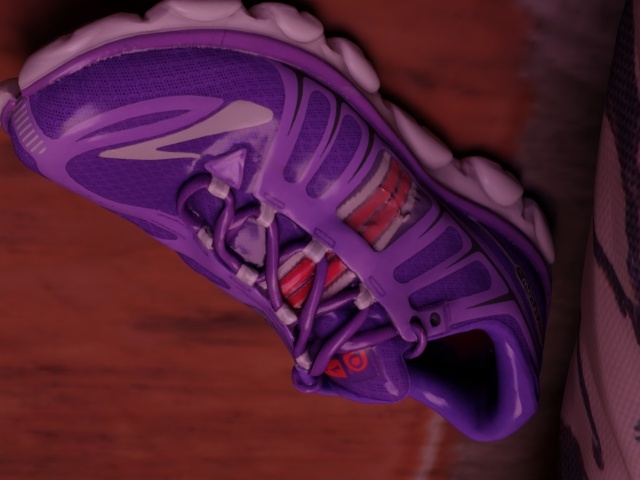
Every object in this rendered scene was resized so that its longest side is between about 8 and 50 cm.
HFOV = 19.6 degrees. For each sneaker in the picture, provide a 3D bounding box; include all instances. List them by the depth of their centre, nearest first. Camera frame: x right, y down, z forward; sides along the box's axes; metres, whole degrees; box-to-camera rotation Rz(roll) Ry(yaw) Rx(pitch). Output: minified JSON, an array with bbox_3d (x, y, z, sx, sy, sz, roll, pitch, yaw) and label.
[{"bbox_3d":[0.000,0.000,0.439,0.170,0.071,0.068,27,136,-35],"label":"sneaker"}]

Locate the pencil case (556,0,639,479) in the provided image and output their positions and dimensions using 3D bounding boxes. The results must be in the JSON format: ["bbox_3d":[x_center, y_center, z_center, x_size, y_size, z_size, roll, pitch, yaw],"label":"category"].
[{"bbox_3d":[0.136,0.056,0.457,0.159,0.183,0.410,22,148,15],"label":"pencil case"}]
